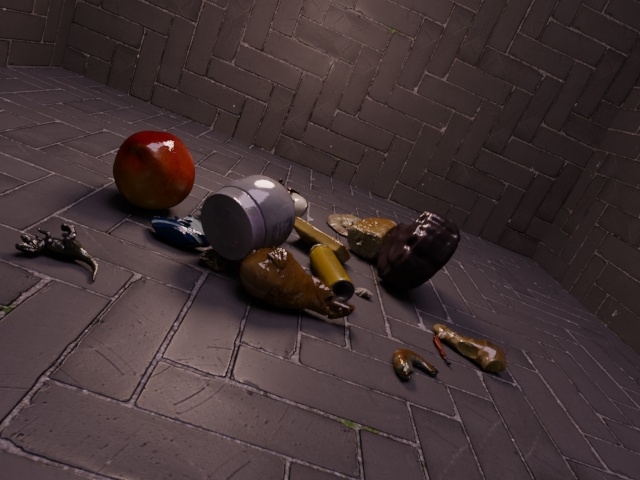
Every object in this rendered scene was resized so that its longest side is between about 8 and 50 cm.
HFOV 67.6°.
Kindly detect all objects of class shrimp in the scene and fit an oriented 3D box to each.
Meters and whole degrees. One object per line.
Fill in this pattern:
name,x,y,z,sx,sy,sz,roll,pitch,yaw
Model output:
shrimp,0.199,-0.055,2.587,0.360,0.085,0.247,23,27,10
shrimp,0.299,0.400,1.484,0.166,0.049,0.161,29,16,-7

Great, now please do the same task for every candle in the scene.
candle,0.428,0.390,1.695,0.026,0.021,0.167,-4,22,-1

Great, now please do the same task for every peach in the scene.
peach,-0.621,-0.264,1.781,0.308,0.308,0.332,26,-13,8

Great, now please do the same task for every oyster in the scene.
oyster,-0.355,0.054,1.630,0.103,0.051,0.148,29,7,-8

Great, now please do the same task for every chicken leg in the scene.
chicken leg,-0.075,0.142,1.586,0.409,0.182,0.295,24,1,-10

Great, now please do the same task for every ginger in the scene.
ginger,0.552,0.385,1.771,0.294,0.086,0.131,29,40,30

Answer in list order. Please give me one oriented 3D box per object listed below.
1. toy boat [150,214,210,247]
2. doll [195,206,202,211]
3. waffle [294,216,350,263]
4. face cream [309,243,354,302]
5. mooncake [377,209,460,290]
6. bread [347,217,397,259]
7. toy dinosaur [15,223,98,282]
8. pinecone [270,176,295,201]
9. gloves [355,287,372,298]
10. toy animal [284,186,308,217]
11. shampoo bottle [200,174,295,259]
toy boat,-0.507,-0.052,1.724,0.210,0.070,0.291,20,14,-26
doll,-0.430,-0.111,1.974,0.195,0.070,0.096,17,3,-42
waffle,0.000,0.000,2.094,0.274,0.057,0.168,32,-10,22
face cream,0.030,0.109,1.858,0.105,0.105,0.348,16,20,-23
mooncake,0.404,0.047,2.082,0.212,0.381,0.350,36,57,-10
bread,0.246,-0.002,2.328,0.195,0.176,0.246,14,25,31
toy dinosaur,-0.699,0.049,1.275,0.187,0.087,0.179,-4,66,-27
pinecone,-0.224,-0.147,2.045,0.264,0.264,0.264,21,18,-7
gloves,0.175,0.208,1.881,0.081,0.037,0.044,14,-16,-11
toy animal,-0.156,-0.182,2.426,0.166,0.138,0.179,-13,45,-30
shampoo bottle,-0.241,-0.079,1.622,0.273,0.273,0.266,31,32,23
